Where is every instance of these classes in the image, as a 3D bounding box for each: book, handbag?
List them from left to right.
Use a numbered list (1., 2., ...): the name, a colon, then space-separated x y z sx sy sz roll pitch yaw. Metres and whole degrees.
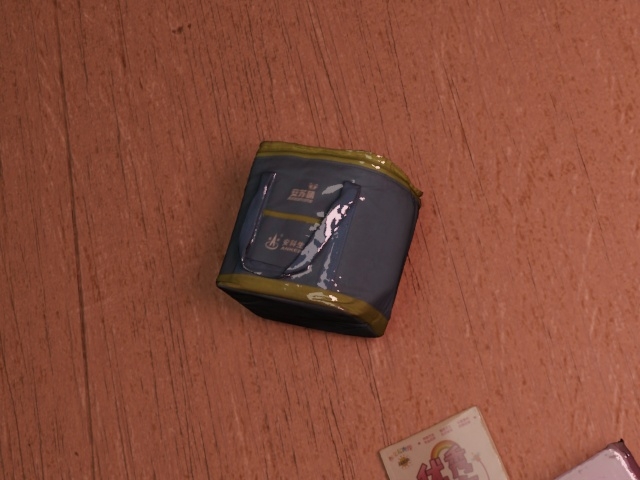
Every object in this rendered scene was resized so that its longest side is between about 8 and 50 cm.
1. handbag: 0.000 0.000 1.616 0.263 0.222 0.241 6 74 28
2. book: 0.194 0.368 1.536 0.162 0.022 0.231 -28 67 14

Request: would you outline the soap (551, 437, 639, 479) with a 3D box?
1. soap: 0.341 0.446 1.391 0.285 0.107 0.296 -36 72 11
